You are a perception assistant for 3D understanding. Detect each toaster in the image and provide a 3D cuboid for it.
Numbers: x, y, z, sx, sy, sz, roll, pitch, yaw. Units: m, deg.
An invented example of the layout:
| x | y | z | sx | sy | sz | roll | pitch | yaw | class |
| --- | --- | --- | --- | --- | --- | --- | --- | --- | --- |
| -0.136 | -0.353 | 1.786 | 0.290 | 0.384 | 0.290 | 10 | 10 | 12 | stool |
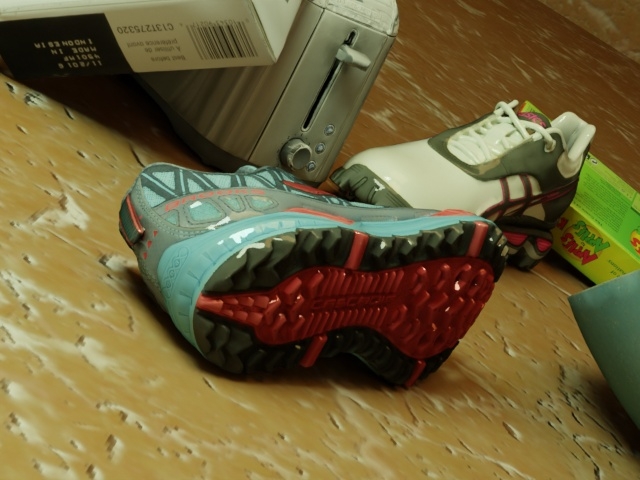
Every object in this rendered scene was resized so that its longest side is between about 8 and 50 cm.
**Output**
| x | y | z | sx | sy | sz | roll | pitch | yaw | class |
| --- | --- | --- | --- | --- | --- | --- | --- | --- | --- |
| -0.051 | -0.146 | 1.191 | 0.129 | 0.146 | 0.227 | 17 | 21 | -45 | toaster |

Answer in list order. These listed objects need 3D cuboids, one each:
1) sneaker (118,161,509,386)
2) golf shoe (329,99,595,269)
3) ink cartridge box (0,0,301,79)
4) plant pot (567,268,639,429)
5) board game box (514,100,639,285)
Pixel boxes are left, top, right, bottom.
| x | y | z | sx | sy | sz | roll | pitch | yaw | class |
| --- | --- | --- | --- | --- | --- | --- | --- | --- | --- |
| 0.000 | 0.000 | 0.932 | 0.125 | 0.104 | 0.262 | 40 | 17 | 33 | sneaker |
| 0.104 | -0.052 | 1.259 | 0.105 | 0.120 | 0.273 | 41 | 19 | 24 | golf shoe |
| -0.067 | -0.249 | 1.127 | 0.069 | 0.176 | 0.371 | 66 | 32 | -43 | ink cartridge box |
| 0.318 | 0.082 | 1.062 | 0.290 | 0.290 | 0.195 | -5 | 77 | -65 | plant pot |
| 0.214 | -0.025 | 1.428 | 0.181 | 0.043 | 0.092 | 39 | 36 | -2 | board game box |
